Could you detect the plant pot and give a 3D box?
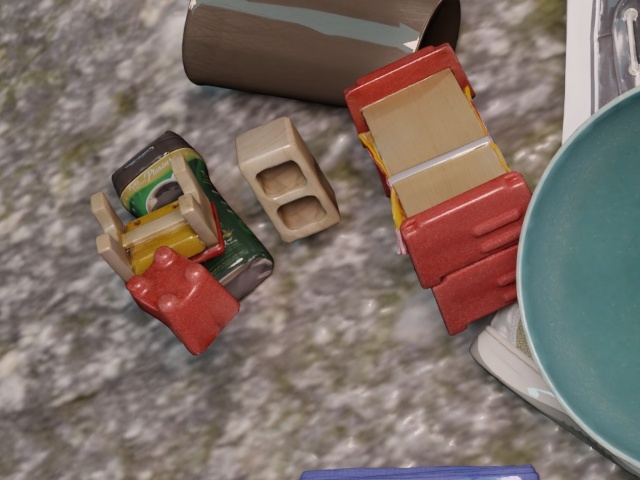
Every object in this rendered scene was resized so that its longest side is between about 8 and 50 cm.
[{"bbox_3d":[0.321,0.028,0.867,0.290,0.195,0.290,-2,87,35],"label":"plant pot"}]

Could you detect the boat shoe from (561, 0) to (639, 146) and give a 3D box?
[{"bbox_3d":[0.280,-0.178,1.053,0.102,0.108,0.301,2,80,20],"label":"boat shoe"}]

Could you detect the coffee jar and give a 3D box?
[{"bbox_3d":[-0.133,-0.020,1.175,0.096,0.079,0.184,-37,69,5],"label":"coffee jar"}]

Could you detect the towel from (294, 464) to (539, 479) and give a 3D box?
[{"bbox_3d":[0.088,0.371,1.028,0.243,0.040,0.335,-6,76,16],"label":"towel"}]

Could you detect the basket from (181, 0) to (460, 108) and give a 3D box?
[{"bbox_3d":[0.010,-0.211,1.137,0.227,0.154,0.204,21,70,19],"label":"basket"}]

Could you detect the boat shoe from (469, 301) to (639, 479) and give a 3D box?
[{"bbox_3d":[0.277,0.142,0.971,0.320,0.118,0.103,34,94,30],"label":"boat shoe"}]

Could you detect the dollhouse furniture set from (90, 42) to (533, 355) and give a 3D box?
[{"bbox_3d":[0.000,0.000,1.030,0.374,0.152,0.201,-23,47,7],"label":"dollhouse furniture set"}]
